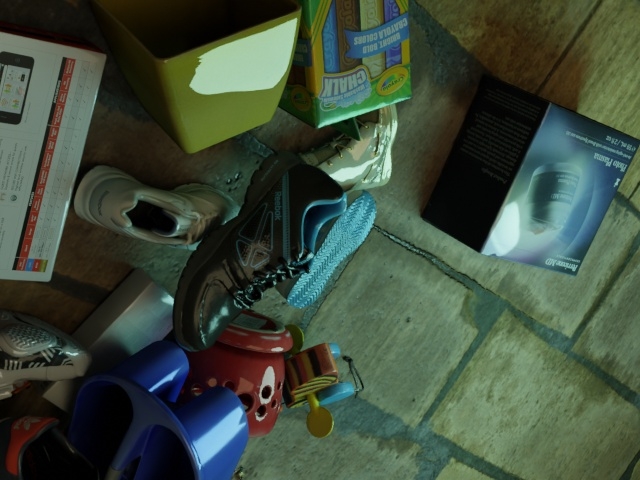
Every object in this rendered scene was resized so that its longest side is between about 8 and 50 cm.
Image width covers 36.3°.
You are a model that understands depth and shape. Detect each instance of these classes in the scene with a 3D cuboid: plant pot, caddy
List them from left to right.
[{"bbox_3d":[-0.260,0.315,1.455,0.179,0.241,0.341,-38,159,-46],"label":"caddy"},{"bbox_3d":[-0.165,-0.248,1.333,0.212,0.212,0.187,-26,139,-23],"label":"plant pot"},{"bbox_3d":[-0.147,0.206,1.594,0.191,0.191,0.174,8,100,-39],"label":"plant pot"}]

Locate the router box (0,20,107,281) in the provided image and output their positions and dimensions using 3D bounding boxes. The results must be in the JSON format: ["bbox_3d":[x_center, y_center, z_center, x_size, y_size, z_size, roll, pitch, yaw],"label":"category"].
[{"bbox_3d":[-0.463,-0.120,1.252,0.301,0.082,0.335,7,109,-38],"label":"router box"}]

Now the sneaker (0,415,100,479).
[{"bbox_3d":[-0.345,0.398,1.362,0.350,0.148,0.131,61,35,-12],"label":"sneaker"}]

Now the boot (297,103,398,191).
[{"bbox_3d":[0.039,-0.162,1.600,0.165,0.077,0.213,-20,131,-26],"label":"boot"}]

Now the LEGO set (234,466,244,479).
[{"bbox_3d":[-0.175,0.447,1.807,0.083,0.023,0.054,-29,127,-21],"label":"LEGO set"}]

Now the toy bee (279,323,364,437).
[{"bbox_3d":[-0.022,0.265,1.733,0.162,0.195,0.298,-23,141,5],"label":"toy bee"}]

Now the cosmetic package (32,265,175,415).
[{"bbox_3d":[-0.327,0.161,1.517,0.239,0.060,0.099,-46,132,-7],"label":"cosmetic package"}]

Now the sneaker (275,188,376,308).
[{"bbox_3d":[0.000,0.000,1.642,0.228,0.092,0.087,-50,136,3],"label":"sneaker"}]

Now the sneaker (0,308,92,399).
[{"bbox_3d":[-0.511,0.201,1.346,0.366,0.137,0.210,13,99,-35],"label":"sneaker"}]

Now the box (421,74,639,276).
[{"bbox_3d":[0.396,-0.112,1.821,0.296,0.183,0.293,12,108,-39],"label":"box"}]

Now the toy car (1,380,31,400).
[{"bbox_3d":[-0.493,0.230,1.440,0.122,0.060,0.040,-29,96,-29],"label":"toy car"}]

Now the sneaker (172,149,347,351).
[{"bbox_3d":[-0.093,0.026,1.449,0.340,0.140,0.125,-58,157,-9],"label":"sneaker"}]

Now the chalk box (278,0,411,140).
[{"bbox_3d":[0.013,-0.285,1.447,0.179,0.180,0.288,-20,123,-27],"label":"chalk box"}]

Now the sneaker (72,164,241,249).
[{"bbox_3d":[-0.216,-0.027,1.448,0.297,0.129,0.110,7,105,-44],"label":"sneaker"}]
